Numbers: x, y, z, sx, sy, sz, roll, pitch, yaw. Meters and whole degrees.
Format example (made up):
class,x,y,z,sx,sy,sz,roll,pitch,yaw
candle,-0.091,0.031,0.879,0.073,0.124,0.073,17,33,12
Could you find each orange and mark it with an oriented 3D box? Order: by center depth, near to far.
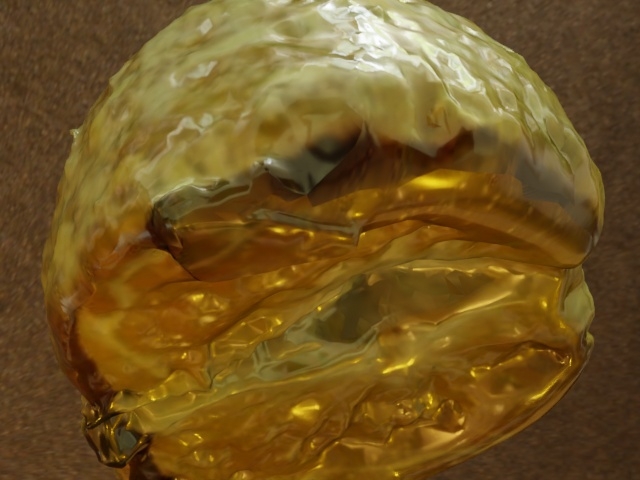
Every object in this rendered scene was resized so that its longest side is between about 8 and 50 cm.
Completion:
class,x,y,z,sx,sy,sz,roll,pitch,yaw
orange,0.000,0.000,0.644,0.271,0.368,0.210,-12,54,-1
